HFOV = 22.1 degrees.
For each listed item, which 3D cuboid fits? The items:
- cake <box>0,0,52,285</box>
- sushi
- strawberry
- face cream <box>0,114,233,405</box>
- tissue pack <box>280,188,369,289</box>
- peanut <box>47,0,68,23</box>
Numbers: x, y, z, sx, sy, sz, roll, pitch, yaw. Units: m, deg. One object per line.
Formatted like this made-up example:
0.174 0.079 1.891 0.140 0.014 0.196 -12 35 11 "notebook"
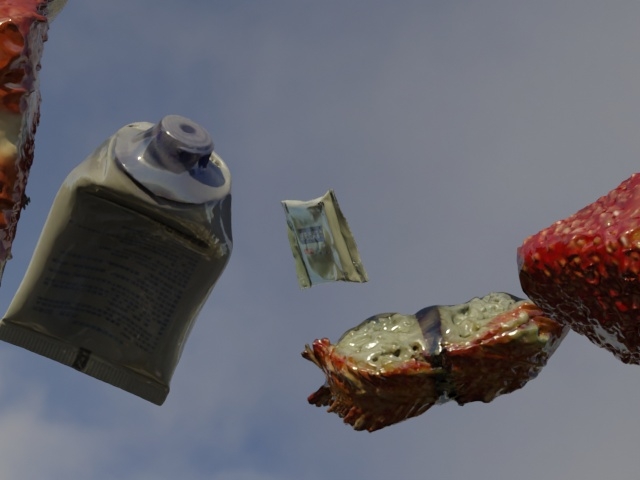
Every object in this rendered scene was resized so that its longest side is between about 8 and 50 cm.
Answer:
-0.395 -0.101 1.505 0.270 0.269 0.319 7 -69 -8 "cake"
0.143 0.146 2.043 0.332 0.130 0.124 -15 -60 -5 "sushi"
0.370 0.045 1.730 0.261 0.257 0.261 55 -6 8 "strawberry"
-0.231 0.024 1.975 0.235 0.137 0.420 22 -53 -8 "face cream"
0.000 0.000 2.083 0.193 0.026 0.122 -10 -80 66 "tissue pack"
-0.407 -0.275 1.970 0.137 0.253 0.122 22 -39 22 "peanut"
